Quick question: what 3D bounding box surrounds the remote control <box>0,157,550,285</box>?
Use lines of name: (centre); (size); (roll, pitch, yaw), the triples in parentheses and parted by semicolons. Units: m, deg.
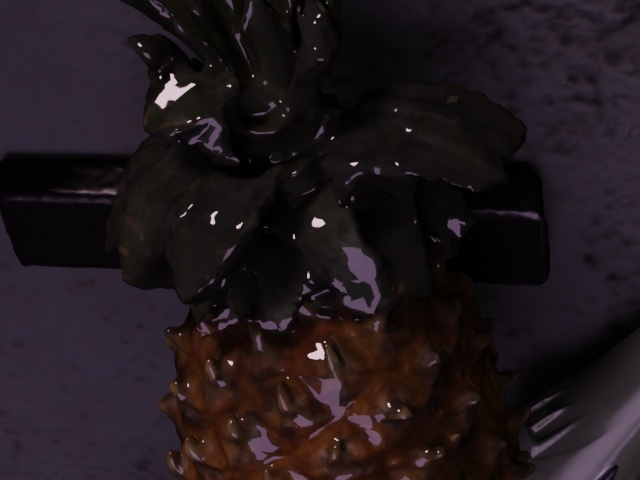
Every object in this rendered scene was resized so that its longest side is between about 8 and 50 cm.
remote control: (-0.023, -0.007, 0.763); (0.245, 0.025, 0.063); (1, 137, 13)

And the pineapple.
pineapple: (0.000, 0.000, 0.667); (0.170, 0.141, 0.310); (-3, 115, 21)

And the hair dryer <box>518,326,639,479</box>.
hair dryer: (0.184, 0.095, 0.798); (0.199, 0.067, 0.167); (12, 129, -13)
